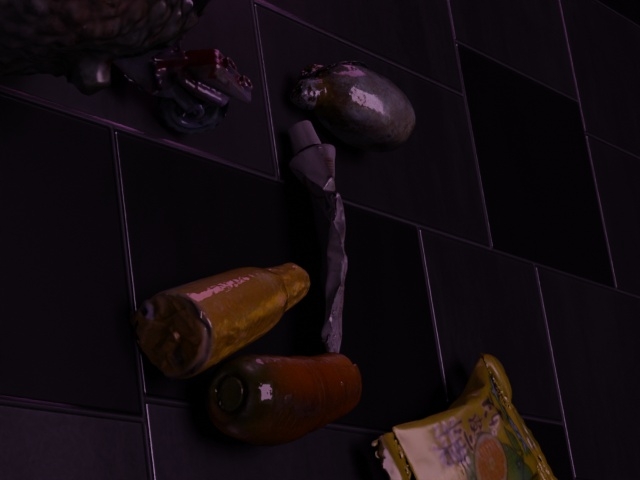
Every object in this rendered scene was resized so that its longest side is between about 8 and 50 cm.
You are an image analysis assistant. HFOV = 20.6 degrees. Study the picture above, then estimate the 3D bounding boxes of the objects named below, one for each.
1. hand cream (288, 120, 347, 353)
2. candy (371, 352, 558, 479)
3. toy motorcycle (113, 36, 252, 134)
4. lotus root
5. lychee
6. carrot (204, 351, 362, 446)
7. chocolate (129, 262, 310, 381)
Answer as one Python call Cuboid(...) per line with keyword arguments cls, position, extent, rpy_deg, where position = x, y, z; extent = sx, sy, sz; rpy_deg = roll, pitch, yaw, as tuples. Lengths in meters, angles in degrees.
Cuboid(cls="hand cream", position=(0.004, -0.001, 1.755), extent=(0.084, 0.050, 0.257), rpy_deg=(78, 3, -68))
Cuboid(cls="candy", position=(0.161, 0.237, 1.841), extent=(0.297, 0.081, 0.187), rpy_deg=(-33, 100, -58))
Cuboid(cls="toy motorcycle", position=(-0.137, -0.189, 1.582), extent=(0.213, 0.122, 0.082), rpy_deg=(48, 24, -34))
Cuboid(cls="lotus root", position=(0.037, -0.145, 1.866), extent=(0.165, 0.088, 0.088), rpy_deg=(24, 53, -38))
Cuboid(cls="lychee", position=(-0.206, -0.246, 1.376), extent=(0.255, 0.255, 0.274), rpy_deg=(3, 78, -56))
Cuboid(cls="carrot", position=(-0.031, 0.144, 1.601), extent=(0.193, 0.087, 0.087), rpy_deg=(9, 66, -59))
Cuboid(cls="chocolate", position=(-0.074, 0.062, 1.580), extent=(0.219, 0.085, 0.086), rpy_deg=(-20, 91, -59))
